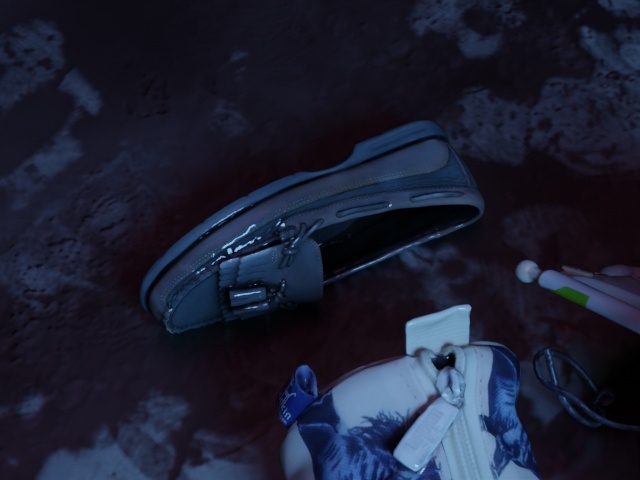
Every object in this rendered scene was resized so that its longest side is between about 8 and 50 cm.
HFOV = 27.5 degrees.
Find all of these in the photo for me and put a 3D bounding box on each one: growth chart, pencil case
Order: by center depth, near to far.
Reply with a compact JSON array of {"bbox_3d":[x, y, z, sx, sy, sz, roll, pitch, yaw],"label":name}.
[{"bbox_3d":[0.095,0.246,0.708,0.159,0.184,0.410,-14,55,-6],"label":"pencil case"},{"bbox_3d":[0.266,0.048,0.838,0.237,0.021,0.172,4,15,-31],"label":"growth chart"}]

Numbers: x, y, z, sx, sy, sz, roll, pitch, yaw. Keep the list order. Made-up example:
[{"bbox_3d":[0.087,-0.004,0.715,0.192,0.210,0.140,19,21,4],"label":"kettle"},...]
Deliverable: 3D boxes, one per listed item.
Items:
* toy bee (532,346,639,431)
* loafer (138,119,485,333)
[{"bbox_3d":[0.242,0.157,0.753,0.195,0.162,0.298,-12,64,-55],"label":"toy bee"},{"bbox_3d":[0.000,0.000,0.952,0.267,0.096,0.084,-29,63,-18],"label":"loafer"}]
